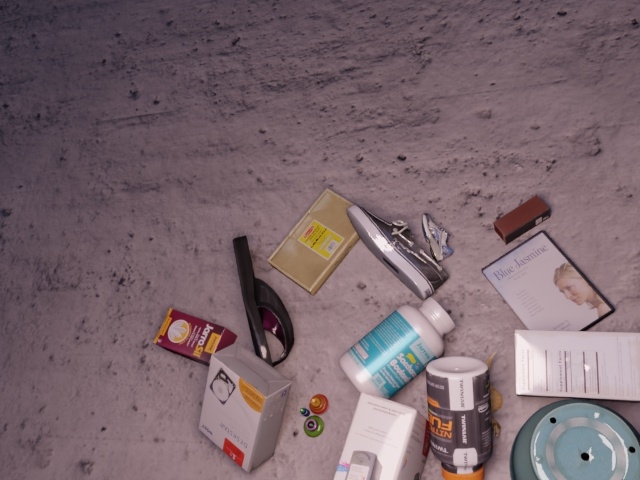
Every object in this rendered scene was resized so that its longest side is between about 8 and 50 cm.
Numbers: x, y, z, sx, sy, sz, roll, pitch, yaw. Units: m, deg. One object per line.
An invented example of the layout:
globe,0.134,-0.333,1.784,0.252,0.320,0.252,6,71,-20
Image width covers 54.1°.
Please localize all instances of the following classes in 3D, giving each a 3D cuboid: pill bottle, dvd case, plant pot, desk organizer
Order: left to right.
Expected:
pill bottle,0.181,0.248,1.441,0.264,0.146,0.146,-40,59,-2
pill bottle,0.291,0.377,1.305,0.130,0.130,0.246,-3,97,18
desk organizer,0.494,-0.051,1.537,0.130,0.047,0.050,-33,56,2
dvd case,0.523,0.115,1.458,0.180,0.022,0.253,-34,58,2
plant pot,0.490,0.421,1.182,0.271,0.255,0.272,-8,62,16

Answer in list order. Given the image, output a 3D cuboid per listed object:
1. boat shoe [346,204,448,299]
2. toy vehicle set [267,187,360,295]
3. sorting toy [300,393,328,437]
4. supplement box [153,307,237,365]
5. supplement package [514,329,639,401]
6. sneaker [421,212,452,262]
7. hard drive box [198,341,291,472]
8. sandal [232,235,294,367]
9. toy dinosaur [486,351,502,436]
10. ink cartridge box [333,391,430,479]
boat shoe,0.193,0.006,1.574,0.105,0.113,0.306,-39,64,-11
toy vehicle set,0.000,0.000,1.694,0.166,0.035,0.267,34,80,30
sorting toy,-0.019,0.413,1.492,0.061,0.042,0.102,7,68,23
supplement box,-0.330,0.261,1.656,0.188,0.081,0.104,14,70,25
supplement package,0.531,0.261,1.301,0.244,0.139,0.134,-1,75,17
sneaker,0.296,-0.011,1.592,0.058,0.052,0.135,-17,67,0
hard drive box,-0.180,0.387,1.462,0.181,0.089,0.232,29,120,30
sandal,-0.137,0.173,1.593,0.107,0.168,0.446,-12,60,-7
toy dinosaur,0.359,0.344,1.397,0.092,0.053,0.183,-1,71,3
ink cartridge box,0.120,0.497,1.294,0.131,0.226,0.306,11,70,25
